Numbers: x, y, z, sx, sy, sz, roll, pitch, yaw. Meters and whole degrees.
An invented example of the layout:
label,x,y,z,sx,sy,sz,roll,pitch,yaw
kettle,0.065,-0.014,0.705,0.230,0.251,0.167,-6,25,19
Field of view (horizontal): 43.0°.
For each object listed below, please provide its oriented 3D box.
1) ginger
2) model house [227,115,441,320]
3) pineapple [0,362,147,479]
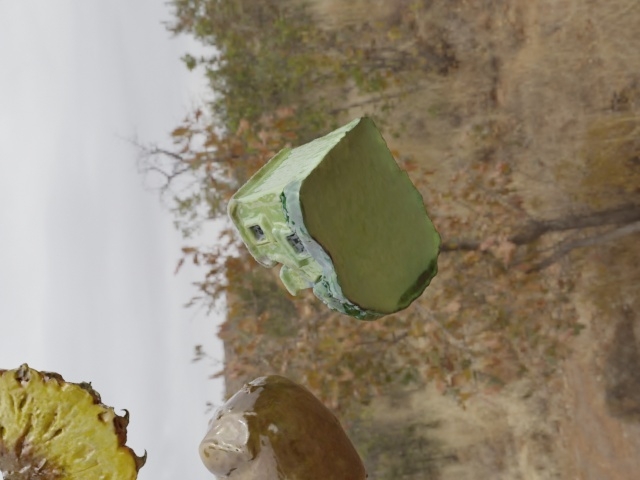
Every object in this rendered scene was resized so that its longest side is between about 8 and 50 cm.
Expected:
label,x,y,z,sx,sy,sz,roll,pitch,yaw
ginger,-0.062,0.345,1.377,0.200,0.270,0.222,-58,-38,-54
model house,0.000,0.000,0.957,0.214,0.189,0.195,56,-131,-22
pineapple,-0.273,0.226,0.924,0.249,0.140,0.164,63,177,2
